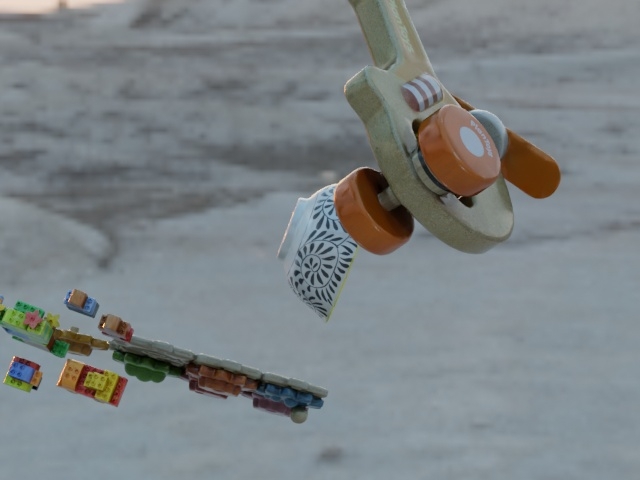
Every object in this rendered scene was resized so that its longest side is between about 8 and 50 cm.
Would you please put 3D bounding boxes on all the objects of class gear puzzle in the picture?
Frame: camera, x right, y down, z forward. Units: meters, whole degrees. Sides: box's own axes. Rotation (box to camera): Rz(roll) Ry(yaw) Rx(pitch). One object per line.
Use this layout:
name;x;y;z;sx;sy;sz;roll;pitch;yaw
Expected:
gear puzzle;-0.165;0.153;2.014;0.339;0.044;0.175;16;-11;-9

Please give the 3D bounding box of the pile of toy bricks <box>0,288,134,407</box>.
pile of toy bricks;-0.300;0.094;1.827;0.212;0.118;0.105;17;-15;8

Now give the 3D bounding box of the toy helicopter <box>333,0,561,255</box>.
toy helicopter;0.101;-0.146;1.694;0.140;0.355;0.235;-36;-29;32

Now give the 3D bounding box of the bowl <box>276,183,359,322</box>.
bowl;0.000;0.000;1.962;0.080;0.170;0.170;21;7;-1
